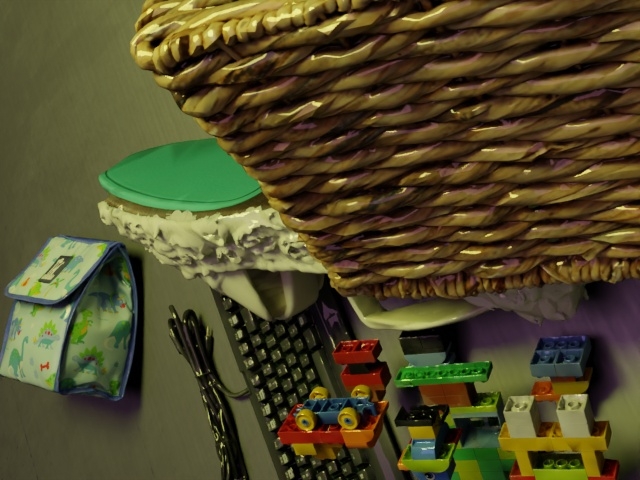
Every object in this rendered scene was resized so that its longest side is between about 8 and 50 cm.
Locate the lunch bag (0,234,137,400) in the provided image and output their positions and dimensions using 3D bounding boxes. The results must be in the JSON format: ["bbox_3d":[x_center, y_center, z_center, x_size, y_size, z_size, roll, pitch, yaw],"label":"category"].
[{"bbox_3d":[-0.243,0.071,0.965,0.129,0.096,0.151,4,80,47],"label":"lunch bag"}]

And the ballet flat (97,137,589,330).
[{"bbox_3d":[0.000,0.000,0.687,0.409,0.147,0.147,2,92,39],"label":"ballet flat"}]

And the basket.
[{"bbox_3d":[0.101,-0.118,0.488,0.299,0.223,0.213,-9,51,30],"label":"basket"}]

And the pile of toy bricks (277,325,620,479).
[{"bbox_3d":[0.092,0.128,0.645,0.212,0.118,0.105,-6,115,28],"label":"pile of toy bricks"}]

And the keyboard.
[{"bbox_3d":[-0.048,0.112,0.815,0.201,0.033,0.317,-38,64,38],"label":"keyboard"}]
